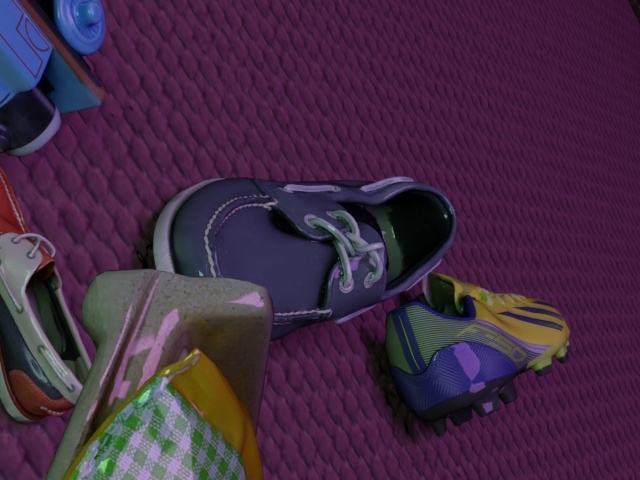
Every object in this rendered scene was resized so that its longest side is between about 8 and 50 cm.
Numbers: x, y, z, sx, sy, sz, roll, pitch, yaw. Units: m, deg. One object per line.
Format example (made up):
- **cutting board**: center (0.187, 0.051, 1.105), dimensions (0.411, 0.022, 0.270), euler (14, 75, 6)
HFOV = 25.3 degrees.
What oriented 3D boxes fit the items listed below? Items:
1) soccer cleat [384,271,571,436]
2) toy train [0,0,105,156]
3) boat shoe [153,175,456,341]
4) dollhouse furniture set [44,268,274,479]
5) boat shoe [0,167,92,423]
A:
- **soccer cleat**: center (0.133, 0.070, 1.182), dimensions (0.121, 0.093, 0.289), euler (64, 24, 3)
- **toy train**: center (-0.178, -0.120, 0.709), dimensions (0.184, 0.080, 0.105), euler (56, 37, -42)
- **boat shoe**: center (0.000, 0.000, 0.953), dimensions (0.319, 0.099, 0.116), euler (-7, 79, -65)
- **dollhouse furniture set**: center (-0.019, 0.169, 0.410), dimensions (0.301, 0.151, 0.197), euler (100, 6, -57)
- **boat shoe**: center (-0.147, 0.022, 0.708), dimensions (0.049, 0.043, 0.137), euler (0, 70, -62)
